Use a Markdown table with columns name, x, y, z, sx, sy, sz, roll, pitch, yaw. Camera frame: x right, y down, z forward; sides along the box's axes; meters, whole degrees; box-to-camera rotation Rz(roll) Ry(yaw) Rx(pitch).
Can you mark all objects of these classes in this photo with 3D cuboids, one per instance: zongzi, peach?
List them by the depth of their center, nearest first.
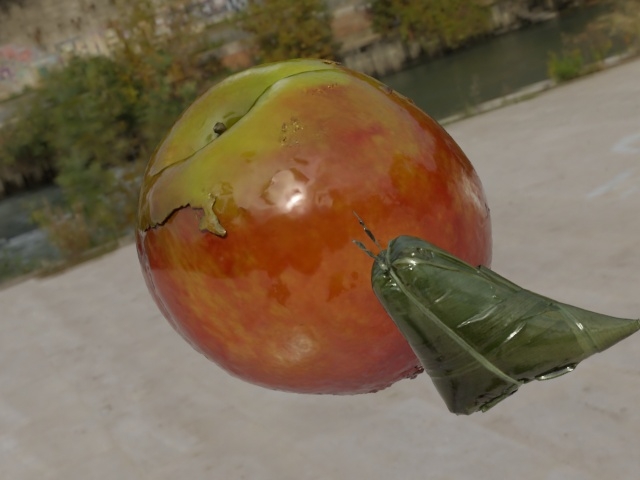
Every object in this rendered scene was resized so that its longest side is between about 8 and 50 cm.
| name | x | y | z | sx | sy | sz | roll | pitch | yaw |
| --- | --- | --- | --- | --- | --- | --- | --- | --- | --- |
| zongzi | 0.099 | 0.019 | 0.646 | 0.130 | 0.154 | 0.062 | -27 | 16 | 23 |
| peach | 0.000 | 0.000 | 1.109 | 0.370 | 0.370 | 0.370 | -18 | 13 | 4 |
